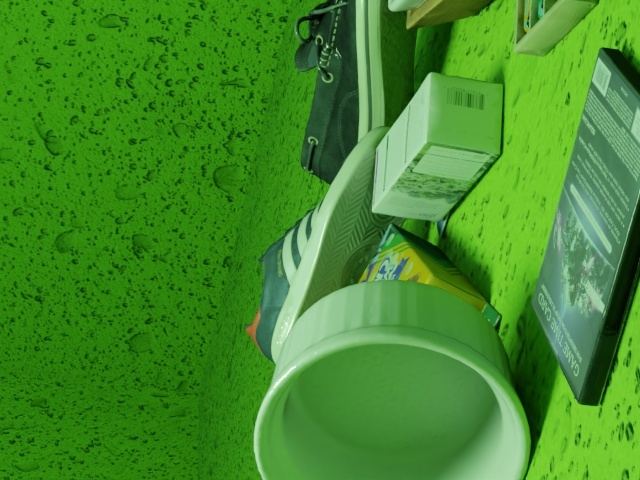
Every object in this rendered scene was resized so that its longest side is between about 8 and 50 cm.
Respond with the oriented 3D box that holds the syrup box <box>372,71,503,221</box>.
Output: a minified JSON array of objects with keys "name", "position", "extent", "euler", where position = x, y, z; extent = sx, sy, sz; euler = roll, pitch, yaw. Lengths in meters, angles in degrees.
[{"name":"syrup box","position":[0.139,-0.109,1.970],"extent":[0.237,0.093,0.096],"euler":[126,151,-67]}]

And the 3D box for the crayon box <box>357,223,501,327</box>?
[{"name":"crayon box","position":[0.097,0.115,1.940],"extent":[0.203,0.083,0.323],"euler":[-61,14,7]}]

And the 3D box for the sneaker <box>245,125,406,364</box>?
[{"name":"sneaker","position":[0.000,0.000,2.149],"extent":[0.148,0.131,0.350],"euler":[24,86,52]}]

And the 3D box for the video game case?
[{"name":"video game case","position":[0.254,-0.016,1.474],"extent":[0.196,0.026,0.274],"euler":[-104,22,-64]}]

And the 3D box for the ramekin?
[{"name":"ramekin","position":[0.075,0.173,1.671],"extent":[0.135,0.277,0.277],"euler":[-84,6,-57]}]

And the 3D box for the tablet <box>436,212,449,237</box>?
[{"name":"tablet","position":[0.161,-0.050,2.080],"extent":[0.054,0.006,0.083],"euler":[-96,15,-52]}]

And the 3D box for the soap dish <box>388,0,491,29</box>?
[{"name":"soap dish","position":[0.172,-0.388,1.942],"extent":[0.291,0.118,0.229],"euler":[161,115,-79]}]

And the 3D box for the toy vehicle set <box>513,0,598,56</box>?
[{"name":"toy vehicle set","position":[0.250,-0.344,1.696],"extent":[0.166,0.035,0.267],"euler":[131,145,-72]}]

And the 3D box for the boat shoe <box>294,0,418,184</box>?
[{"name":"boat shoe","position":[0.045,-0.274,2.204],"extent":[0.187,0.156,0.500],"euler":[-50,-30,-48]}]
